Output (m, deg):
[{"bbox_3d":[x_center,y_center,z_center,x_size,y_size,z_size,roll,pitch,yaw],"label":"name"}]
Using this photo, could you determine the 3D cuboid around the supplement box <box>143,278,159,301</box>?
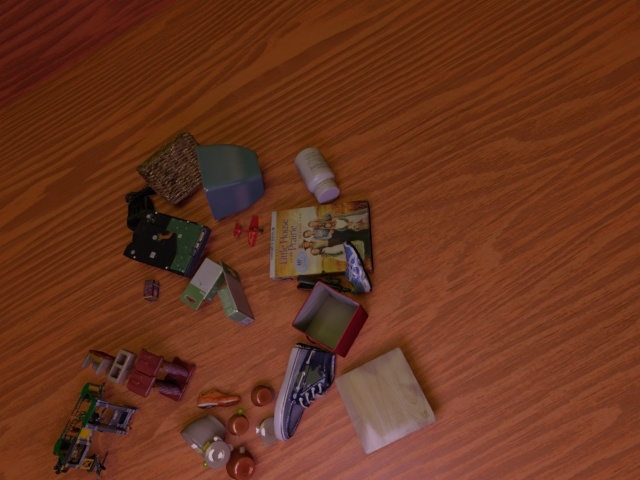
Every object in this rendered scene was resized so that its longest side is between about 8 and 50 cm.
[{"bbox_3d":[-0.743,0.220,1.900,0.043,0.055,0.083,-9,67,11],"label":"supplement box"}]

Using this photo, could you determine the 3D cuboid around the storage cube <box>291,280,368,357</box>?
[{"bbox_3d":[0.039,0.291,1.571,0.183,0.193,0.215,26,78,24],"label":"storage cube"}]

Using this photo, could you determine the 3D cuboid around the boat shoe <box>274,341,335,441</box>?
[{"bbox_3d":[-0.050,0.538,1.527,0.158,0.127,0.341,2,68,25],"label":"boat shoe"}]

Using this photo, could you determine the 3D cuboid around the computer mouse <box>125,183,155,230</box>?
[{"bbox_3d":[-0.855,-0.143,2.082,0.188,0.072,0.272,-20,52,9],"label":"computer mouse"}]

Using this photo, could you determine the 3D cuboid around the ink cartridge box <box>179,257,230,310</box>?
[{"bbox_3d":[-0.490,0.190,1.836,0.109,0.062,0.209,26,78,24],"label":"ink cartridge box"}]

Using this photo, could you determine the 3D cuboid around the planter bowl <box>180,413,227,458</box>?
[{"bbox_3d":[-0.409,0.702,1.560,0.162,0.162,0.109,25,51,23],"label":"planter bowl"}]

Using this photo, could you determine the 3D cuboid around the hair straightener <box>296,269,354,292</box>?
[{"bbox_3d":[0.019,0.163,1.679,0.230,0.089,0.047,8,34,12],"label":"hair straightener"}]

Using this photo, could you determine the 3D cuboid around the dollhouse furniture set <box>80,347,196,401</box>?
[{"bbox_3d":[-0.716,0.495,1.706,0.374,0.201,0.152,11,72,27],"label":"dollhouse furniture set"}]

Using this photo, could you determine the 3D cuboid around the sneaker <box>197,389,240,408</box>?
[{"bbox_3d":[-0.388,0.597,1.639,0.175,0.064,0.067,-6,57,10],"label":"sneaker"}]

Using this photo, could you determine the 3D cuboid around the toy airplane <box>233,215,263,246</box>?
[{"bbox_3d":[-0.321,-0.046,1.906,0.151,0.028,0.151,-6,65,13],"label":"toy airplane"}]

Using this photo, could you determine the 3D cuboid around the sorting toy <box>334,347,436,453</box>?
[{"bbox_3d":[0.219,0.542,1.473,0.255,0.089,0.257,-28,64,4],"label":"sorting toy"}]

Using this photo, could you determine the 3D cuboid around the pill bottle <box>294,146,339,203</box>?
[{"bbox_3d":[-0.011,-0.277,1.857,0.131,0.131,0.229,-29,64,3],"label":"pill bottle"}]

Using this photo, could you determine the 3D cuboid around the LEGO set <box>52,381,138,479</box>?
[{"bbox_3d":[-0.860,0.734,1.683,0.255,0.192,0.331,-7,59,45],"label":"LEGO set"}]

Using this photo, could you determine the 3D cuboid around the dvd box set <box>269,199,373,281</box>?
[{"bbox_3d":[0.000,0.000,1.776,0.420,0.062,0.308,-6,67,13],"label":"dvd box set"}]

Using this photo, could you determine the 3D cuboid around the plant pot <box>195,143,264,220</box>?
[{"bbox_3d":[-0.385,-0.276,1.909,0.252,0.247,0.248,-14,64,-9],"label":"plant pot"}]

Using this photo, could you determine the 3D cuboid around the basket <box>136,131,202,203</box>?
[{"bbox_3d":[-0.692,-0.346,2.076,0.299,0.223,0.213,-47,30,-18],"label":"basket"}]

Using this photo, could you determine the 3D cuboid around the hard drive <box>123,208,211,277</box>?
[{"bbox_3d":[-0.672,0.009,1.901,0.338,0.064,0.237,14,73,19],"label":"hard drive"}]

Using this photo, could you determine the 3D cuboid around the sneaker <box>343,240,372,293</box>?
[{"bbox_3d":[0.124,0.104,1.622,0.081,0.080,0.211,-20,91,11],"label":"sneaker"}]

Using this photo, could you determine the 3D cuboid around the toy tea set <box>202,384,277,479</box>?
[{"bbox_3d":[-0.260,0.685,1.541,0.200,0.124,0.336,44,63,-7],"label":"toy tea set"}]

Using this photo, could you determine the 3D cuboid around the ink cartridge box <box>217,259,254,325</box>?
[{"bbox_3d":[-0.352,0.212,1.727,0.056,0.171,0.235,-29,63,3],"label":"ink cartridge box"}]
